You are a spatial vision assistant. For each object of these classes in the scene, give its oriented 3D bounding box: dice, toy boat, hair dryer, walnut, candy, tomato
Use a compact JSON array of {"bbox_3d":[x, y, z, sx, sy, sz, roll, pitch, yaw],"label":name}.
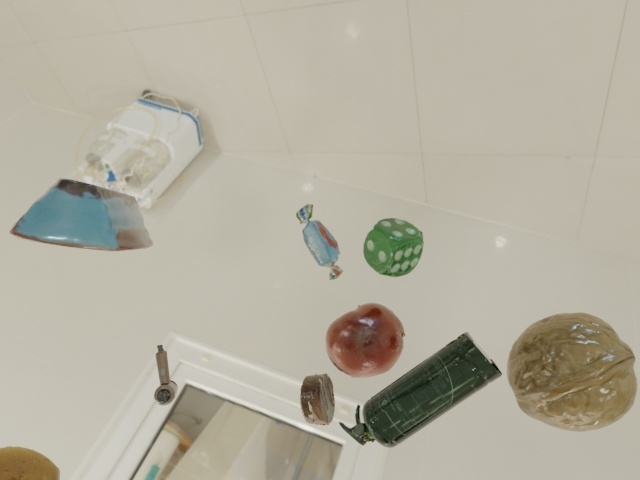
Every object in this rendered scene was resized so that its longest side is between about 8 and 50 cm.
[{"bbox_3d":[0.205,0.019,1.269,0.120,0.128,0.131,42,130,43],"label":"dice"},{"bbox_3d":[-0.276,-0.026,0.567,0.136,0.079,0.392,11,179,-20],"label":"toy boat"},{"bbox_3d":[-0.495,0.419,1.433,0.064,0.181,0.117,-10,172,-13],"label":"hair dryer"},{"bbox_3d":[0.640,0.337,1.172,0.252,0.277,0.313,24,141,-23],"label":"walnut"},{"bbox_3d":[0.001,0.000,0.467,0.030,0.020,0.083,-40,72,36],"label":"candy"},{"bbox_3d":[0.125,0.277,1.255,0.199,0.228,0.112,54,177,15],"label":"tomato"}]

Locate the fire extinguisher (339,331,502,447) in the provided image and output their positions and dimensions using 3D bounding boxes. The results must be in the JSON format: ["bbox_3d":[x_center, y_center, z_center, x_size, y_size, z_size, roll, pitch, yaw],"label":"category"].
[{"bbox_3d":[0.170,0.290,0.840,0.311,0.114,0.095,-40,128,9],"label":"fire extinguisher"}]

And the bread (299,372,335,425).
[{"bbox_3d":[-0.008,0.511,1.464,0.073,0.160,0.160,-10,130,17],"label":"bread"}]

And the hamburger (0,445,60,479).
[{"bbox_3d":[-0.464,0.372,0.665,0.147,0.083,0.138,24,-171,-34],"label":"hamburger"}]
